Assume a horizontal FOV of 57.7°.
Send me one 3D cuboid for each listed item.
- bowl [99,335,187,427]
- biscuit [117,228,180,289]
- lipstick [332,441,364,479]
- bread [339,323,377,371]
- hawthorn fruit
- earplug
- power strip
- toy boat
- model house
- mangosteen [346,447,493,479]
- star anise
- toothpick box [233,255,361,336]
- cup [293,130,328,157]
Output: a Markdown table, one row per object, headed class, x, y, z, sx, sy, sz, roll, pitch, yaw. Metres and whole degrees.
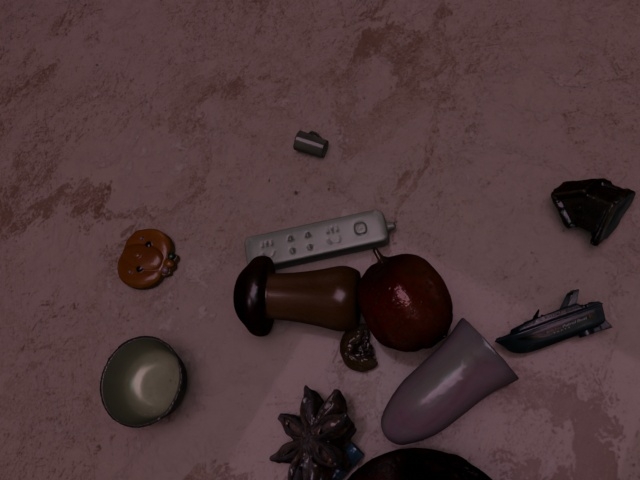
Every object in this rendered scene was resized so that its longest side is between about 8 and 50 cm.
| class | x | y | z | sx | sy | sz | roll | pitch | yaw |
| --- | --- | --- | --- | --- | --- | --- | --- | --- | --- |
| bowl | -0.413 | 0.345 | 1.408 | 0.212 | 0.112 | 0.211 | -3 | 71 | 9 |
| biscuit | -0.460 | 0.049 | 1.549 | 0.171 | 0.050 | 0.170 | -3 | 72 | 10 |
| lipstick | 0.027 | 0.521 | 1.296 | 0.048 | 0.048 | 0.158 | 42 | 84 | 20 |
| bread | 0.086 | 0.254 | 1.367 | 0.082 | 0.060 | 0.113 | -17 | 71 | 3 |
| hawthorn fruit | 0.182 | 0.123 | 1.286 | 0.215 | 0.215 | 0.249 | -22 | 88 | 3 |
| earplug | 0.257 | 0.330 | 1.267 | 0.301 | 0.172 | 0.172 | -42 | 69 | 4 |
| power strip | 0.000 | 0.000 | 1.468 | 0.386 | 0.062 | 0.091 | -12 | 73 | 8 |
| toy boat | 0.505 | 0.185 | 1.289 | 0.246 | 0.093 | 0.103 | -20 | 76 | 4 |
| model house | 0.631 | -0.091 | 1.364 | 0.152 | 0.106 | 0.165 | 34 | 45 | 31 |
| mangosteen | 0.198 | 0.604 | 1.064 | 0.381 | 0.381 | 0.420 | -2 | 73 | 11 |
| star anise | 0.000 | 0.445 | 1.275 | 0.236 | 0.109 | 0.223 | -52 | 31 | 15 |
| toothpick box | -0.056 | 0.134 | 1.367 | 0.295 | 0.192 | 0.192 | 2 | 72 | 10 |
| cup | -0.022 | -0.261 | 1.572 | 0.083 | 0.075 | 0.054 | 20 | 113 | 13 |
